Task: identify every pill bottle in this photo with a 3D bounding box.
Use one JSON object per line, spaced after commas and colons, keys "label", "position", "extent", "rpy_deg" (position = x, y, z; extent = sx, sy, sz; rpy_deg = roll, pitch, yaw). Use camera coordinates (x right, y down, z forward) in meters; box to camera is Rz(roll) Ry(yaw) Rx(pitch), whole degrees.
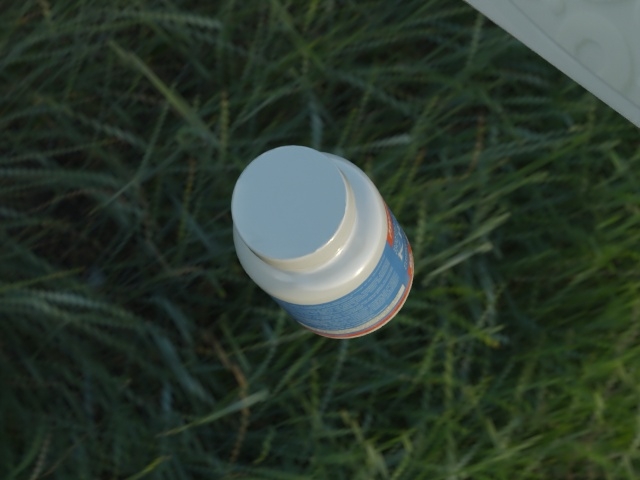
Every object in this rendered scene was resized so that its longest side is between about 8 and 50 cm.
{"label": "pill bottle", "position": [0.000, 0.000, 1.363], "extent": [0.124, 0.221, 0.124], "rpy_deg": [-3, 76, 11]}

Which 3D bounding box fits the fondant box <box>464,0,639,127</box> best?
{"label": "fondant box", "position": [0.119, -0.161, 0.438], "extent": [0.238, 0.096, 0.330], "rpy_deg": [38, 43, 14]}
